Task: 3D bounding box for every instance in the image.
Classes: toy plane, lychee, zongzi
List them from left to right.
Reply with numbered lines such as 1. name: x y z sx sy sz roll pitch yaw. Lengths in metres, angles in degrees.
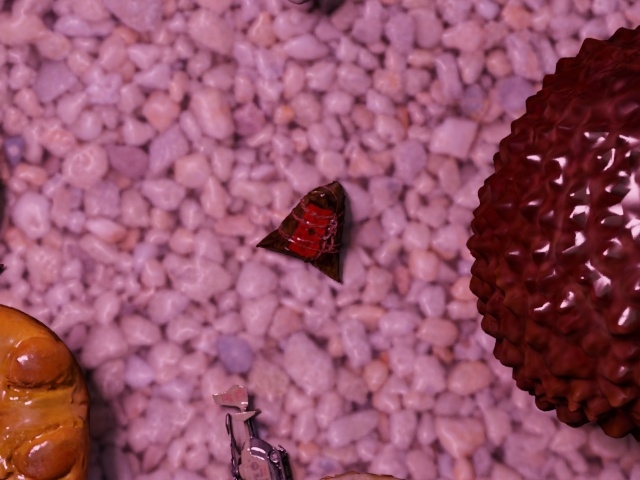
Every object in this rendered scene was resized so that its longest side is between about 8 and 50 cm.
1. toy plane: -0.054 0.178 1.250 0.049 0.031 0.121 -14 83 8
2. zongzi: 0.000 0.000 1.274 0.073 0.067 0.083 43 103 -4
3. lychee: 0.264 -0.009 1.146 0.330 0.306 0.306 -39 81 24

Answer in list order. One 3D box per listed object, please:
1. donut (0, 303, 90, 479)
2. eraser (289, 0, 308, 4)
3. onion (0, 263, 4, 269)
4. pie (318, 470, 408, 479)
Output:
1. donut: -0.287 0.154 1.201 0.226 0.114 0.227 0 95 -6
2. eraser: 0.048 -0.356 1.308 0.111 0.077 0.352 38 84 8
3. onion: -0.440 -0.073 1.239 0.267 0.159 0.349 -37 83 -6
4. pie: 0.038 0.324 1.195 0.308 0.085 0.308 0 80 2
